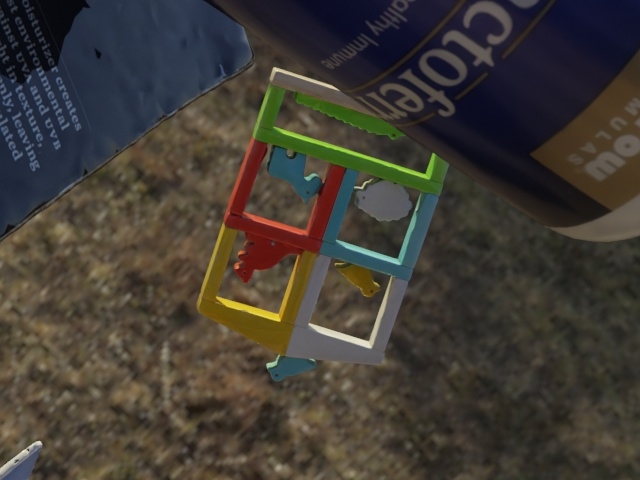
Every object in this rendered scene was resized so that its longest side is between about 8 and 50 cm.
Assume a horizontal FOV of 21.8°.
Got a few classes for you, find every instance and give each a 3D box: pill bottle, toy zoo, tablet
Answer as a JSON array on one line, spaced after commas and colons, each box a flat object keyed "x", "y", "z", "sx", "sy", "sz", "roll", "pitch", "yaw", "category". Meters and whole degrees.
[{"x": 0.078, "y": -0.094, "z": 0.554, "sx": 0.264, "sy": 0.153, "sz": 0.153, "roll": 32, "pitch": 39, "yaw": -16, "category": "pill bottle"}, {"x": 0.000, "y": 0.000, "z": 1.614, "sx": 0.192, "sy": 0.293, "sz": 0.030, "roll": 17, "pitch": 10, "yaw": -10, "category": "toy zoo"}, {"x": -0.173, "y": 0.140, "z": 0.868, "sx": 0.006, "sy": 0.083, "sz": 0.054, "roll": 42, "pitch": 50, "yaw": 10, "category": "tablet"}]

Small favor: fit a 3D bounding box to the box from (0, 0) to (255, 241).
[{"x": -0.238, "y": -0.072, "z": 0.714, "sx": 0.294, "sy": 0.296, "sz": 0.183, "roll": -44, "pitch": 116, "yaw": -57, "category": "box"}]
